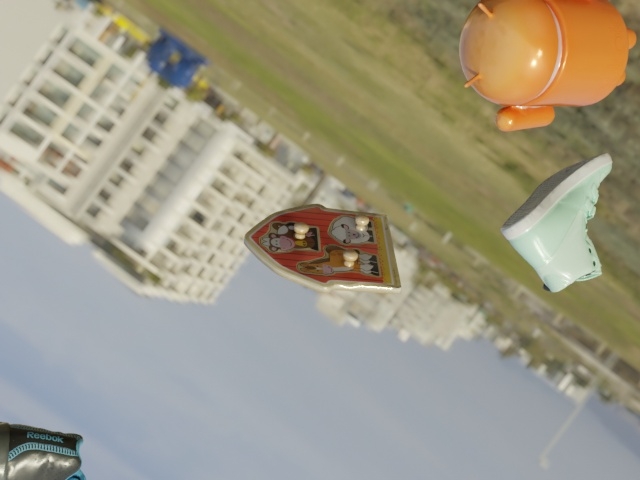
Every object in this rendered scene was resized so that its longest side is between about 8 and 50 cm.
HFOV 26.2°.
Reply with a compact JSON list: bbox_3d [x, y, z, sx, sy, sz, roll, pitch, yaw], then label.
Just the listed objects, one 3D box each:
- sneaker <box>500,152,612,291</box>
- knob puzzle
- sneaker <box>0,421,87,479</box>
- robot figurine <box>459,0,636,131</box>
[{"bbox_3d":[0.388,-0.023,2.095,0.151,0.256,0.094,55,144,-7],"label":"sneaker"},{"bbox_3d":[0.000,0.000,1.754,0.213,0.030,0.213,7,-146,-5],"label":"knob puzzle"},{"bbox_3d":[-0.364,0.352,1.740,0.139,0.341,0.125,1,-129,-8],"label":"sneaker"},{"bbox_3d":[0.238,-0.207,1.463,0.219,0.158,0.128,-5,-115,-39],"label":"robot figurine"}]
